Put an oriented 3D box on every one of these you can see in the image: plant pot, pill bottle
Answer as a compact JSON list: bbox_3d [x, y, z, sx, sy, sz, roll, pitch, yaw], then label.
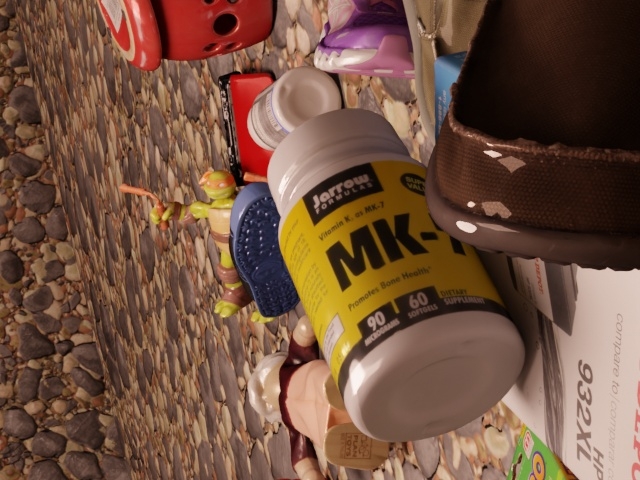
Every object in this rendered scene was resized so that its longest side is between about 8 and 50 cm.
[{"bbox_3d":[-0.172,-0.302,1.606,0.191,0.174,0.191,54,159,31],"label":"plant pot"},{"bbox_3d":[-0.033,-0.142,1.479,0.137,0.078,0.078,163,96,-72],"label":"pill bottle"},{"bbox_3d":[0.041,0.018,0.883,0.119,0.119,0.209,100,153,-47],"label":"pill bottle"}]

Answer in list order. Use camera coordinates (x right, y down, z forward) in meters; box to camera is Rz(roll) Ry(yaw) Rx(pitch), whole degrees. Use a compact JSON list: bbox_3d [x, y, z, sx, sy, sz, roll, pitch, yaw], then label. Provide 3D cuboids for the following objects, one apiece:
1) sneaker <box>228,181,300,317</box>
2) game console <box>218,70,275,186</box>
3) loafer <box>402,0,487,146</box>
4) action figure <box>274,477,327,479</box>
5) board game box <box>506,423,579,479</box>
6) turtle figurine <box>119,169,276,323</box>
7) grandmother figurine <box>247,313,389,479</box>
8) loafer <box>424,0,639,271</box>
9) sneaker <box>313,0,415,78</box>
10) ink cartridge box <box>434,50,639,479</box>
[{"bbox_3d":[-0.075,-0.004,1.537,0.232,0.081,0.090,86,158,-54],"label":"sneaker"},{"bbox_3d":[-0.078,-0.145,1.708,0.124,0.085,0.144,-48,-48,-74],"label":"game console"},{"bbox_3d":[0.116,-0.153,1.010,0.087,0.094,0.251,111,144,-65],"label":"loafer"},{"bbox_3d":[-0.018,0.342,1.626,0.280,0.139,0.092,166,93,-74],"label":"action figure"},{"bbox_3d":[0.198,0.255,1.022,0.259,0.039,0.124,-114,29,-54],"label":"board game box"},{"bbox_3d":[-0.120,-0.007,1.711,0.269,0.087,0.217,1,120,26],"label":"turtle figurine"},{"bbox_3d":[-0.007,0.191,1.574,0.342,0.104,0.208,-171,90,-74],"label":"grandmother figurine"},{"bbox_3d":[0.135,-0.112,0.682,0.366,0.133,0.130,-66,-21,-56],"label":"loafer"},{"bbox_3d":[0.045,-0.198,1.162,0.236,0.095,0.105,-106,24,-75],"label":"sneaker"},{"bbox_3d":[0.191,0.020,0.833,0.307,0.129,0.223,-134,38,-59],"label":"ink cartridge box"}]
